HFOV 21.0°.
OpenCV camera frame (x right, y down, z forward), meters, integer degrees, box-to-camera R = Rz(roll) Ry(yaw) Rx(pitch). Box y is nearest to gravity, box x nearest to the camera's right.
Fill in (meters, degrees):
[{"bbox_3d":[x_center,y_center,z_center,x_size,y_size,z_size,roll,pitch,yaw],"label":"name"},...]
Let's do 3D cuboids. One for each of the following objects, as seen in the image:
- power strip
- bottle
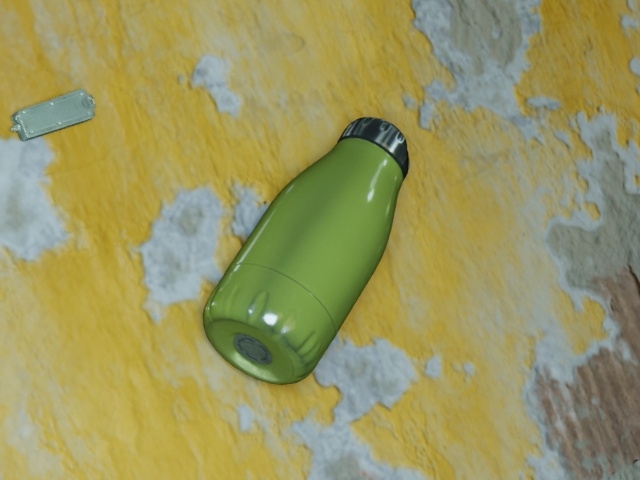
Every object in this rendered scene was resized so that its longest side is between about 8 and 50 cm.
[{"bbox_3d":[-0.229,-0.106,1.469,0.083,0.017,0.027,-23,89,-36],"label":"power strip"},{"bbox_3d":[0.000,0.000,1.536,0.112,0.112,0.260,43,58,-17],"label":"bottle"}]
